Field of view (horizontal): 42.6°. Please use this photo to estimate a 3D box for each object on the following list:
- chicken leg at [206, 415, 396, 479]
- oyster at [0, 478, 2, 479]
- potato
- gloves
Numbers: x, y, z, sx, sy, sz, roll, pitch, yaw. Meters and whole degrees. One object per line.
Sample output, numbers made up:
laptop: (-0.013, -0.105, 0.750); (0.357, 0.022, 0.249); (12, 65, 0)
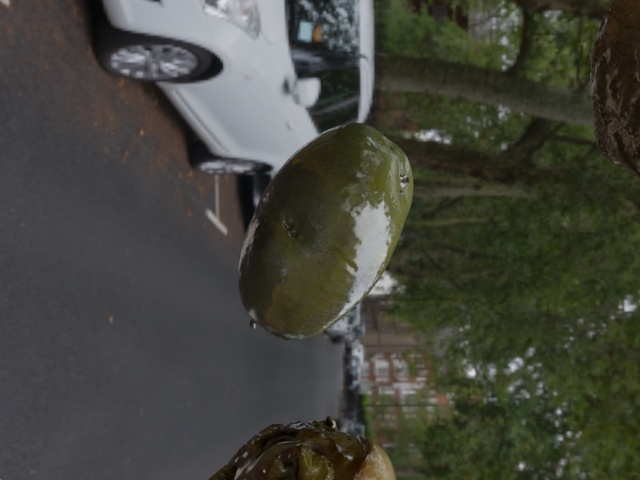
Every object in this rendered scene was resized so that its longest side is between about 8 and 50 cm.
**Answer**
chicken leg: (-0.091, 0.340, 0.855); (0.182, 0.295, 0.409); (55, -34, 18)
oyster: (-0.266, 0.300, 0.559); (0.201, 0.107, 0.355); (-18, 107, -45)
potato: (0.000, 0.000, 0.852); (0.251, 0.159, 0.174); (-53, 154, 13)
gloves: (0.319, -0.130, 0.726); (0.356, 0.155, 0.203); (-84, 169, -68)
